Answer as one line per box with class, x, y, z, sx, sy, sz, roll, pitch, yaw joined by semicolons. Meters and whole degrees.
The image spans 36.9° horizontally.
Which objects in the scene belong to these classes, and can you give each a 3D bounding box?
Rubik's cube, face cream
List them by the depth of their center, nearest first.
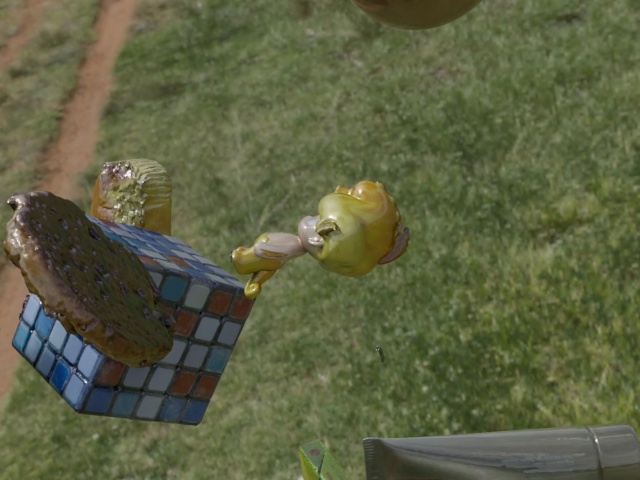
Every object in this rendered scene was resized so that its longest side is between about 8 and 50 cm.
face cream;0.227;0.291;1.206;0.341;0.137;0.084;-7;15;-3
Rubik's cube;-0.346;0.145;1.769;0.293;0.292;0.287;20;7;-46

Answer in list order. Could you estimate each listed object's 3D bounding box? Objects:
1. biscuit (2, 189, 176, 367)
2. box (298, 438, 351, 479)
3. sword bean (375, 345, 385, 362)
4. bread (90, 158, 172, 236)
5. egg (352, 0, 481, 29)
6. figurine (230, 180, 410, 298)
biscuit;-0.324;0.061;1.333;0.081;0.289;0.334;-39;-18;6
box;0.061;0.468;1.463;0.047;0.187;0.335;-19;28;-18
sword bean;0.108;0.203;1.708;0.012;0.083;0.012;-4;66;8
bread;-0.413;-0.050;2.076;0.133;0.250;0.179;-6;25;-45
egg;0.172;-0.527;1.565;0.301;0.301;0.374;5;72;36
figurine;0.000;0.000;1.342;0.246;0.131;0.156;-17;5;11
